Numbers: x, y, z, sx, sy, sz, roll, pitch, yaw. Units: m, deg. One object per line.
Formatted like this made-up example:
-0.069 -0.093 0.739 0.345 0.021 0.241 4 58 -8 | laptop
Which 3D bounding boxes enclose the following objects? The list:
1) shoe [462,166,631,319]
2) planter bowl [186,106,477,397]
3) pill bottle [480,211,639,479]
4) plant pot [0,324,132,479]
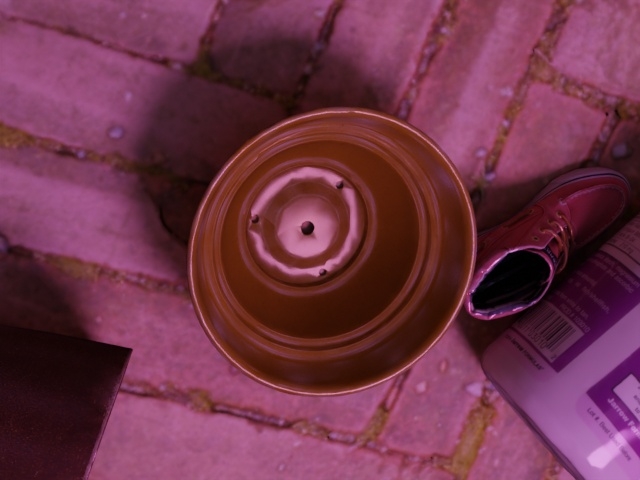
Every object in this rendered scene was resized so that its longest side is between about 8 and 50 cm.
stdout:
0.176 0.004 1.190 0.178 0.081 0.063 -27 111 -7 | shoe
0.000 0.000 1.135 0.217 0.090 0.217 -4 106 -14 | planter bowl
0.287 0.057 1.189 0.301 0.169 0.169 -41 112 -1 | pill bottle
-0.274 0.140 1.053 0.230 0.215 0.215 19 100 -6 | plant pot
